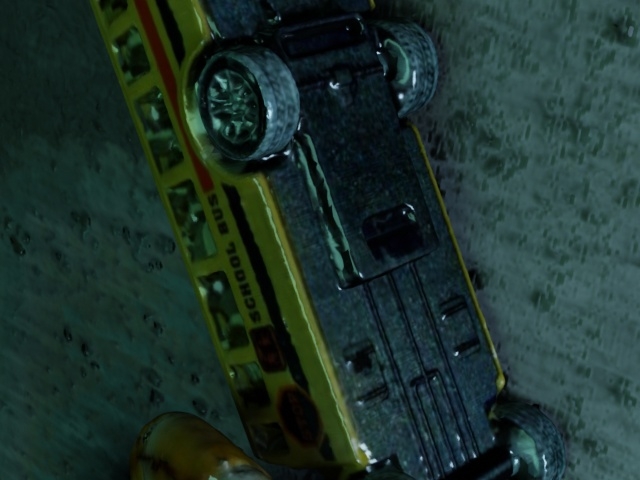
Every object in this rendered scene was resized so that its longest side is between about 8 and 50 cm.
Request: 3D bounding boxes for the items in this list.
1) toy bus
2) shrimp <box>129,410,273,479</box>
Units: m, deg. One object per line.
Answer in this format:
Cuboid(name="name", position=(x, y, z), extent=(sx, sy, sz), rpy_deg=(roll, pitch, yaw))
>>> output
Cuboid(name="toy bus", position=(0.000, 0.000, 0.595), extent=(0.123, 0.121, 0.335), rpy_deg=(-17, 93, 48))
Cuboid(name="shrimp", position=(-0.028, 0.169, 0.636), extent=(0.152, 0.063, 0.287), rpy_deg=(36, 161, 17))
